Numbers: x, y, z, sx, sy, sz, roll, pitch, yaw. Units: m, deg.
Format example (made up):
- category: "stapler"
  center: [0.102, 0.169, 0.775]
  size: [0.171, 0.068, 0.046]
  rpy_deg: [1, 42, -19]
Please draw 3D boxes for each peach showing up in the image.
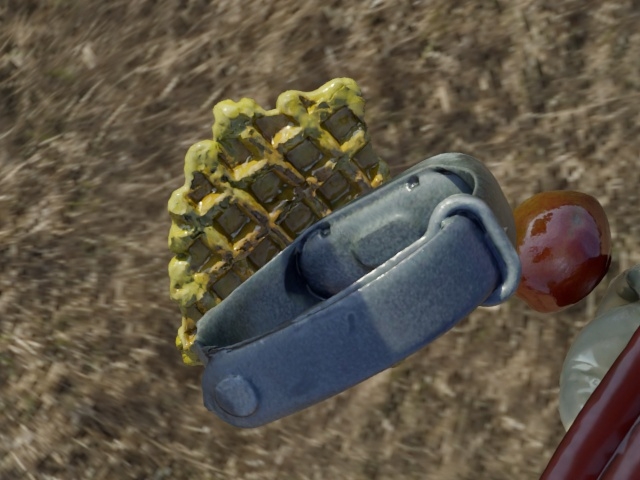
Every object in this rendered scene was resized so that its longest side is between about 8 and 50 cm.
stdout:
- category: "peach"
  center: [0.197, 0.006, 1.410]
  size: [0.101, 0.101, 0.100]
  rpy_deg: [0, 89, -16]

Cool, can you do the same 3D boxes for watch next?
- category: "watch"
  center: [0.025, 0.027, 1.000]
  size: [0.206, 0.193, 0.068]
  rpy_deg: [-25, 106, 30]

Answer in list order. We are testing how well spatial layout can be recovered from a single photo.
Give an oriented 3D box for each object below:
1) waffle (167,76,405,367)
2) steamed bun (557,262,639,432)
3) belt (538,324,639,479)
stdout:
- category: "waffle"
  center: [-0.001, -0.001, 1.405]
  size: [0.291, 0.051, 0.291]
  rpy_deg: [-7, 111, -17]
- category: "steamed bun"
  center: [0.348, 0.134, 1.382]
  size: [0.280, 0.207, 0.268]
  rpy_deg: [48, 33, -12]
- category: "belt"
  center: [0.138, 0.126, 0.322]
  size: [0.227, 0.115, 0.323]
  rpy_deg: [22, 82, 28]
